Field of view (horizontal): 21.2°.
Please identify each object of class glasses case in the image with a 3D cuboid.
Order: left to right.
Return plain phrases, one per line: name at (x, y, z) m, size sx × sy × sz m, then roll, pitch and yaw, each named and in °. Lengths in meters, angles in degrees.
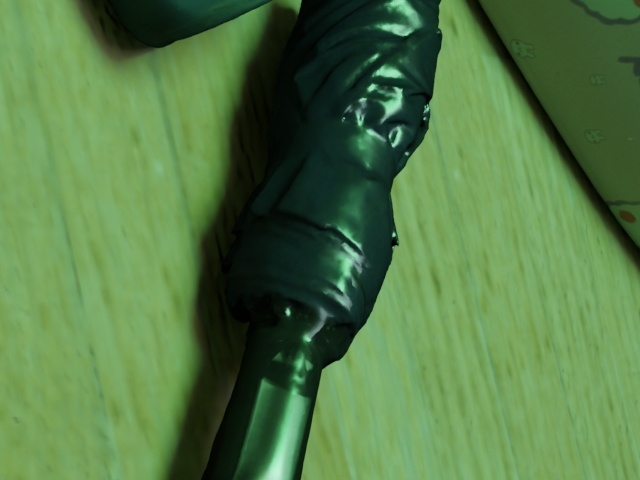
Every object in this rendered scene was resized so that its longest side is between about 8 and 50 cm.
glasses case at (0.156, -0.099, 0.826) m, size 0.297 × 0.113 × 0.075 m, roll 53°, pitch 35°, yaw -27°

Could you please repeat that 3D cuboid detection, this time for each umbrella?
umbrella at (0.004, -0.003, 0.595) m, size 0.071 × 0.071 × 0.248 m, roll 45°, pitch 41°, yaw -36°

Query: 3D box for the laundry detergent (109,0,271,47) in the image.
laundry detergent at (-0.065, -0.172, 0.574) m, size 0.096 × 0.061 × 0.206 m, roll -31°, pitch 102°, yaw -26°
